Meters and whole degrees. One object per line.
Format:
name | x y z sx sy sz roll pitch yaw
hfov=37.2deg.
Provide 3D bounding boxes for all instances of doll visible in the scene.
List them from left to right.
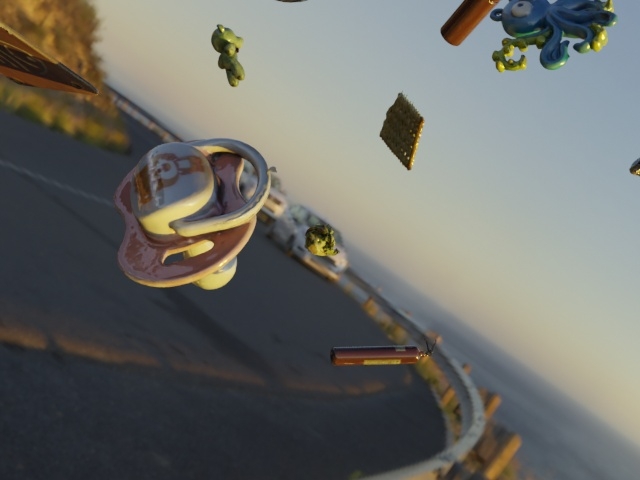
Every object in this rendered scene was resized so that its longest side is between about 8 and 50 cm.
doll | -0.219 -0.453 2.330 0.115 0.077 0.150 143 -70 -70
doll | 0.582 -0.565 2.410 0.341 0.346 0.099 6 -36 34

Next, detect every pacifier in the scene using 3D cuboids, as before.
pacifier | -0.219 -0.038 1.573 0.220 0.273 0.332 8 39 -22

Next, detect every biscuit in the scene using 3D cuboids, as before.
biscuit | 0.189 -0.262 2.207 0.016 0.144 0.203 3 30 -19

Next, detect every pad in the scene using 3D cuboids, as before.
pad | -0.581 -0.347 1.750 0.284 0.018 0.286 13 -13 38

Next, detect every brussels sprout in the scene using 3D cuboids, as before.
brussels sprout | 0.000 0.000 1.913 0.085 0.058 0.085 24 -48 30

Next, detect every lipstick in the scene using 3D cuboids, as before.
lipstick | 0.341 -0.492 1.754 0.057 0.057 0.357 35 -41 -8

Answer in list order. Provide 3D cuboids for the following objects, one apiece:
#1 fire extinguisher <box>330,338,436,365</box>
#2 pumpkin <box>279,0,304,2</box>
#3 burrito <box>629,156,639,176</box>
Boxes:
fire extinguisher | 0.100 0.185 1.512 0.173 0.049 0.035 0 39 -12
pumpkin | -0.020 -0.604 1.810 0.238 0.315 0.315 32 1 21
burrito | 0.671 -0.154 1.932 0.188 0.058 0.045 -18 87 -56
